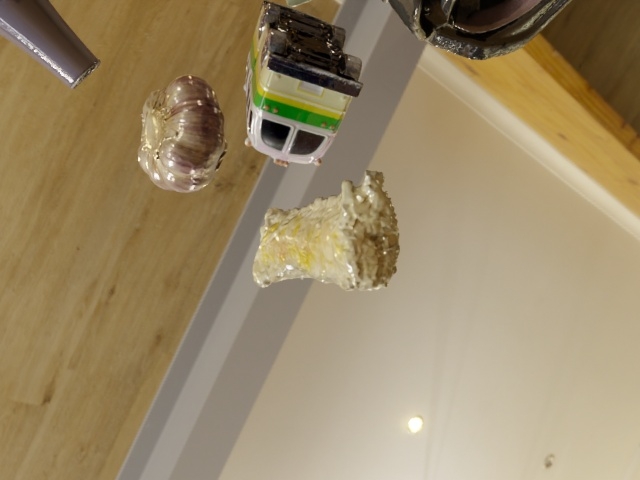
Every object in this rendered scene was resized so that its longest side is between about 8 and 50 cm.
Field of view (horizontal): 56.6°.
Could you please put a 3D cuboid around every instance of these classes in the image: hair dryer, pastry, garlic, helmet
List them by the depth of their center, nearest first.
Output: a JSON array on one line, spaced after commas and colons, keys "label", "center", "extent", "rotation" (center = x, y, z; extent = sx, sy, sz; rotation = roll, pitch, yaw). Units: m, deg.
[{"label": "helmet", "center": [0.162, -0.294, 0.589], "extent": [0.253, 0.198, 0.154], "rotation": [-21, -106, -44]}, {"label": "pastry", "center": [0.000, 0.006, 0.698], "extent": [0.089, 0.258, 0.121], "rotation": [16, -104, -25]}, {"label": "hair dryer", "center": [-0.371, -0.380, 0.749], "extent": [0.301, 0.361, 0.121], "rotation": [45, -130, -19]}, {"label": "garlic", "center": [-0.266, -0.213, 1.202], "extent": [0.160, 0.245, 0.245], "rotation": [1, -75, -35]}]

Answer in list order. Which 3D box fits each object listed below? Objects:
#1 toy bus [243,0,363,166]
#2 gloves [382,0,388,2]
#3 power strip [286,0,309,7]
[{"label": "toy bus", "center": [-0.044, -0.260, 0.962], "extent": [0.143, 0.305, 0.179], "rotation": [12, -57, -17]}, {"label": "gloves", "center": [0.154, -0.524, 1.219], "extent": [0.086, 0.026, 0.064], "rotation": [-25, -93, -15]}, {"label": "power strip", "center": [-0.031, -0.580, 1.217], "extent": [0.139, 0.224, 0.140], "rotation": [-20, -41, 1]}]
